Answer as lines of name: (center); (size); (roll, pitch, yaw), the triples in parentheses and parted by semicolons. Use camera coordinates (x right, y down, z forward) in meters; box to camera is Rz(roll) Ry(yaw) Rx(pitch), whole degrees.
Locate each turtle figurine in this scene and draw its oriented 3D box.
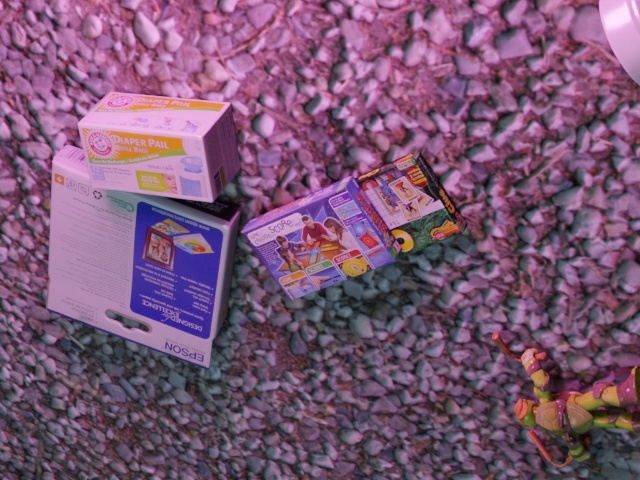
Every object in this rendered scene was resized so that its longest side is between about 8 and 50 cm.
turtle figurine: (0.368, 0.238, 1.827); (0.217, 0.087, 0.269); (-12, 117, 31)

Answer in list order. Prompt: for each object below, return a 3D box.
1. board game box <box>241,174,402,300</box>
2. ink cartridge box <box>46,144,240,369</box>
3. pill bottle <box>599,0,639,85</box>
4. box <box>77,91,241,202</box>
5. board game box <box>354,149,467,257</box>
board game box: (0.000, 0.000, 1.822); (0.201, 0.035, 0.136); (-21, 112, 34)
ink cartridge box: (-0.287, 0.031, 1.992); (0.303, 0.072, 0.307); (20, 131, 9)
pill bottle: (0.460, -0.285, 1.365); (0.283, 0.161, 0.161); (-28, 109, 36)
box: (-0.234, -0.138, 1.820); (0.203, 0.103, 0.114); (7, 126, 20)
board game box: (0.070, -0.027, 1.813); (0.259, 0.030, 0.136); (-23, 113, 35)
